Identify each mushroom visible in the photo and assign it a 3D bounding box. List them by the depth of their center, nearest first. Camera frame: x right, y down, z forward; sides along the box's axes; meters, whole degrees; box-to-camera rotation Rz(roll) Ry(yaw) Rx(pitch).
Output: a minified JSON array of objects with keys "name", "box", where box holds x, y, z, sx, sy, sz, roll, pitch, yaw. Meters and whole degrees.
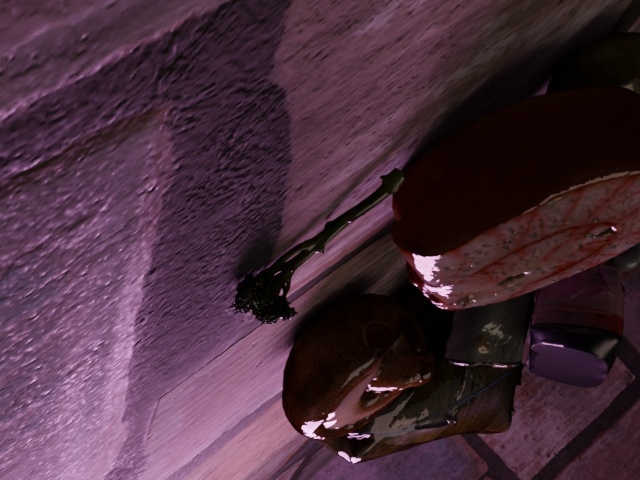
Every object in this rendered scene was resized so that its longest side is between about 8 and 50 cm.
[{"name":"mushroom","box":[0.034,0.149,1.284,0.194,0.138,0.231,-30,156,6]}]

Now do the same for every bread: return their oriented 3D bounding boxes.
[{"name":"bread","box":[0.221,-0.032,1.067,0.295,0.114,0.327,-22,160,4]}]

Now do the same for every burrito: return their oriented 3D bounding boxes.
[{"name":"burrito","box":[0.247,0.065,1.438,0.144,0.089,0.228,8,89,-42]}]

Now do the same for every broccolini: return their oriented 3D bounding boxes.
[{"name":"broccolini","box":[-0.003,0.000,0.915,0.194,0.054,0.052,-46,-162,-14]}]

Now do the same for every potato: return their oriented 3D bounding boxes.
[{"name":"potato","box":[0.321,-0.162,1.143,0.149,0.113,0.251,-38,155,21]}]

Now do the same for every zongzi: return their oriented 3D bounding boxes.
[{"name":"zongzi","box":[0.172,0.106,1.520,0.403,0.208,0.432,-4,118,-46]}]

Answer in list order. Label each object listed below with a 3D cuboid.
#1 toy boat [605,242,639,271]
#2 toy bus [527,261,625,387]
[{"name":"toy boat","box":[0.406,-0.071,1.388,0.215,0.123,0.330,-12,143,-10]},{"name":"toy bus","box":[0.370,0.122,1.503,0.302,0.128,0.147,58,41,-68]}]
